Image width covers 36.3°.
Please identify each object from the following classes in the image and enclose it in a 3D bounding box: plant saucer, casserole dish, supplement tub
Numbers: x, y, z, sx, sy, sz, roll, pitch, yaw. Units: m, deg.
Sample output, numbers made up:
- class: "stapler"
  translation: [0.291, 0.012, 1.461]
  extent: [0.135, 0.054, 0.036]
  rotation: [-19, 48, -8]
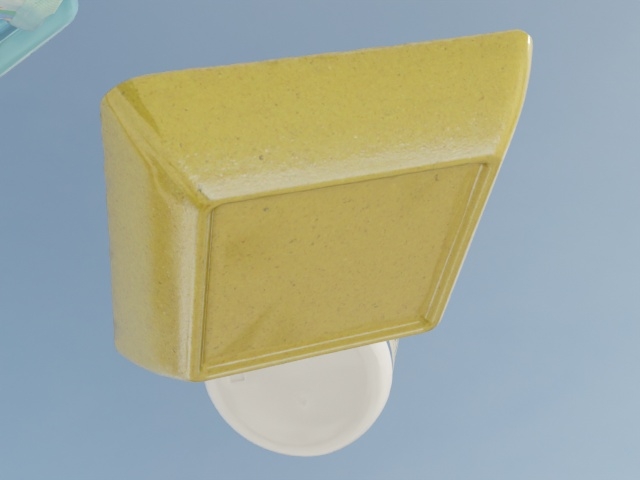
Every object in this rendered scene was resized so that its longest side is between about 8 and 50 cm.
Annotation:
- class: "plant saucer"
  translation: [0.000, 0.000, 0.794]
  extent: [0.332, 0.081, 0.333]
  rotation: [-10, -37, -17]
- class: "casserole dish"
  translation: [-0.320, -0.207, 0.983]
  extent: [0.188, 0.114, 0.037]
  rotation: [-45, -49, -24]
- class: "supplement tub"
  translation: [-0.009, 0.105, 1.262]
  extent: [0.228, 0.316, 0.228]
  rotation: [3, -69, 8]

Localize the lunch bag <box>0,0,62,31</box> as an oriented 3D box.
- class: "lunch bag"
  translation: [-0.186, -0.199, 0.400]
  extent: [0.223, 0.262, 0.160]
  rotation: [31, -74, -26]
